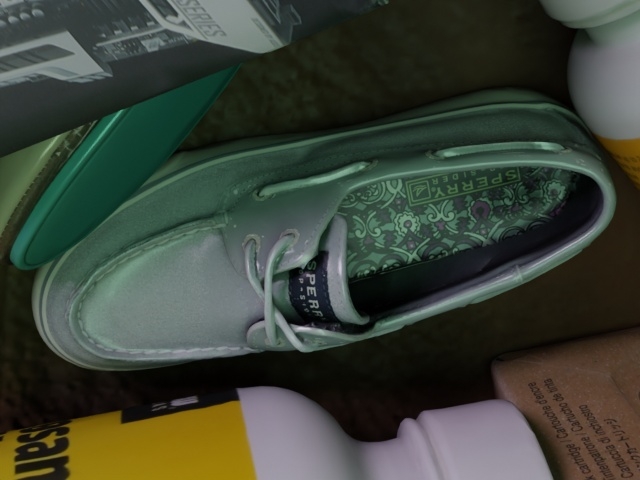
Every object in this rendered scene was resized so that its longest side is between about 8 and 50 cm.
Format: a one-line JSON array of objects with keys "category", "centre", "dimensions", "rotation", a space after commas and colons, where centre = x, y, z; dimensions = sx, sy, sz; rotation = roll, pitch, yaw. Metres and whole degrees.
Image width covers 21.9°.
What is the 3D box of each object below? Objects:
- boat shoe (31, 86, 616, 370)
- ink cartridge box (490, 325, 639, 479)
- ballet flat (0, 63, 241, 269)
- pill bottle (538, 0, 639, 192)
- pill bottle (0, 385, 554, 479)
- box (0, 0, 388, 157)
[{"category": "boat shoe", "centre": [0.001, 0.001, 0.619], "dimensions": [0.228, 0.081, 0.079], "rotation": [-18, 112, -2]}, {"category": "ink cartridge box", "centre": [0.140, 0.165, 0.620], "dimensions": [0.088, 0.234, 0.193], "rotation": [-11, 110, -5]}, {"category": "ballet flat", "centre": [-0.046, -0.097, 0.586], "dimensions": [0.248, 0.086, 0.086], "rotation": [-43, 110, 6]}, {"category": "pill bottle", "centre": [0.165, -0.052, 0.607], "dimensions": [0.118, 0.117, 0.208], "rotation": [-39, 110, 6]}, {"category": "pill bottle", "centre": [-0.078, 0.158, 0.609], "dimensions": [0.334, 0.188, 0.187], "rotation": [-10, 111, -6]}, {"category": "box", "centre": [-0.168, -0.118, 0.466], "dimensions": [0.308, 0.076, 0.242], "rotation": [-19, 133, 19]}]
